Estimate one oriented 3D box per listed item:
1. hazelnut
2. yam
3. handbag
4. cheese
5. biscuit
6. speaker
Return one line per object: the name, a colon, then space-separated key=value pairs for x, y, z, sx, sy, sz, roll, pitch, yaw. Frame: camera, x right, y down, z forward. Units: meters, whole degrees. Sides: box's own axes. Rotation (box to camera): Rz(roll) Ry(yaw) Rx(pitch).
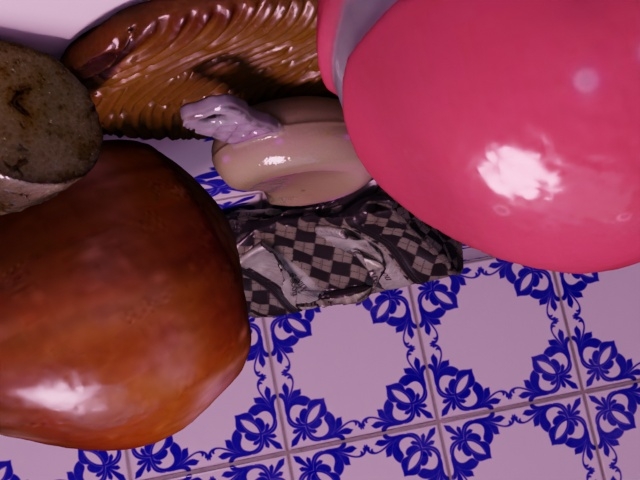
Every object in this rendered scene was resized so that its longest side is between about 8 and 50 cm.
hazelnut: x=-0.249 y=0.061 z=0.892 sx=0.372 sy=0.315 sz=0.372 roll=-16 pitch=-178 yaw=1
yam: x=-0.320 y=-0.070 z=0.702 sx=0.254 sy=0.154 sz=0.154 roll=-16 pitch=169 yaw=29
handbag: x=0.000 y=0.000 z=1.447 sx=0.416 sy=0.180 sz=0.317 roll=-14 pitch=158 yaw=22
cheese: x=-0.044 y=-0.097 z=0.834 sx=0.163 sy=0.082 sz=0.286 roll=-16 pitch=167 yaw=24
biscuit: x=-0.086 y=-0.153 z=0.801 sx=0.318 sy=0.040 sz=0.318 roll=-11 pitch=171 yaw=-2
speaker: x=0.147 y=-0.120 z=0.520 sx=0.294 sy=0.294 sz=0.294 roll=-11 pitch=170 yaw=-2
